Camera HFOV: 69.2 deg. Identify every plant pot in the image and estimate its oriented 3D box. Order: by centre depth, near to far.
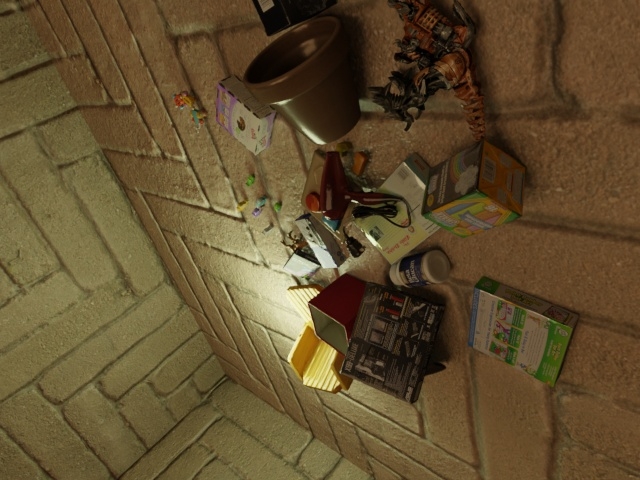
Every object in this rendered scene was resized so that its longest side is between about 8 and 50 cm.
[{"bbox_3d":[-0.019,-0.362,1.120,0.263,0.263,0.229,13,150,44],"label":"plant pot"}]

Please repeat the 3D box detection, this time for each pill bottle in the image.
[{"bbox_3d":[0.278,0.086,1.327,0.094,0.094,0.169,55,148,-9],"label":"pill bottle"}]

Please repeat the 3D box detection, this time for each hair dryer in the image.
[{"bbox_3d":[0.099,-0.119,1.266,0.224,0.080,0.293,-38,88,29],"label":"hair dryer"}]

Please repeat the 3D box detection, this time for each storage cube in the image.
[{"bbox_3d":[0.099,0.264,1.626,0.215,0.193,0.183,26,141,40],"label":"storage cube"}]

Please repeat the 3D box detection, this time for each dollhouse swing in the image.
[{"bbox_3d":[-0.036,0.389,1.869,0.305,0.315,0.347,40,154,-23],"label":"dollhouse swing"}]

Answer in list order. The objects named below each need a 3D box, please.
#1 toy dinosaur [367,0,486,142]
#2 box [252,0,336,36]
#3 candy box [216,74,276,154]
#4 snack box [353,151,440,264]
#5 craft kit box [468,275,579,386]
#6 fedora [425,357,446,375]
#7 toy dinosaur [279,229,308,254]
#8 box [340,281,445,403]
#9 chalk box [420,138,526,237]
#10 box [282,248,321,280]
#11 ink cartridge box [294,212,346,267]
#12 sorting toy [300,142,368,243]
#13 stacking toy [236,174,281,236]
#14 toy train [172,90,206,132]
[{"bbox_3d":[0.223,-0.336,0.922,0.218,0.164,0.321,-29,80,42],"label":"toy dinosaur"},{"bbox_3d":[-0.071,-0.563,1.024,0.093,0.158,0.155,3,126,51],"label":"box"},{"bbox_3d":[-0.243,-0.400,1.489,0.196,0.070,0.164,42,147,13],"label":"candy box"},{"bbox_3d":[0.223,-0.073,1.262,0.187,0.060,0.322,50,148,5],"label":"snack box"},{"bbox_3d":[0.523,0.242,1.228,0.247,0.061,0.249,27,142,36],"label":"craft kit box"},{"bbox_3d":[0.276,0.389,1.576,0.275,0.244,0.124,-23,74,52],"label":"fedora"},{"bbox_3d":[-0.098,0.029,1.762,0.112,0.064,0.211,45,148,6],"label":"toy dinosaur"},{"bbox_3d":[0.220,0.308,1.431,0.243,0.307,0.077,16,180,28],"label":"box"},{"bbox_3d":[0.315,-0.098,1.014,0.132,0.132,0.213,25,155,-21],"label":"chalk box"},{"bbox_3d":[-0.069,0.095,1.783,0.116,0.029,0.162,25,148,-8],"label":"box"},{"bbox_3d":[0.000,0.000,1.627,0.097,0.046,0.207,-9,116,56],"label":"ink cartridge box"},{"bbox_3d":[0.033,-0.161,1.372,0.229,0.041,0.307,46,140,27],"label":"sorting toy"},{"bbox_3d":[-0.240,-0.129,1.783,0.167,0.052,0.221,44,147,8],"label":"stacking toy"},{"bbox_3d":[-0.477,-0.487,1.713,0.166,0.046,0.125,55,149,-3],"label":"toy train"}]
